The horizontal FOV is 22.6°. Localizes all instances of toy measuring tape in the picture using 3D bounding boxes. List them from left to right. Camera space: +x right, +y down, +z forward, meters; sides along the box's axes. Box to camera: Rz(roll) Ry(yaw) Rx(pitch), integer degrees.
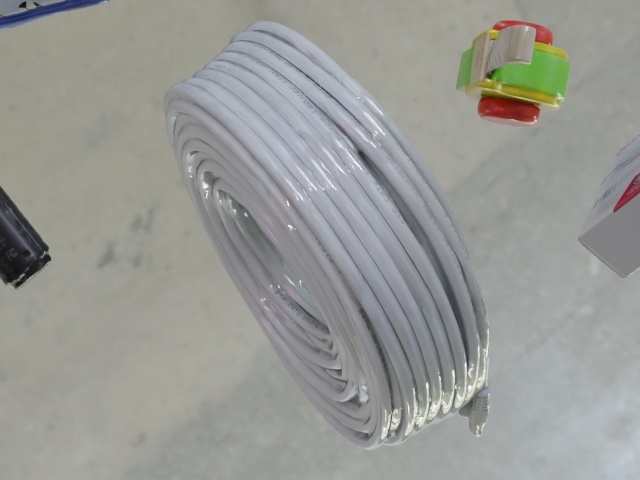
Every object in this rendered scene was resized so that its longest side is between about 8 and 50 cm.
[{"bbox_3d":[0.222,-0.182,1.693,0.121,0.121,0.330,-37,-177,-4],"label":"toy measuring tape"}]

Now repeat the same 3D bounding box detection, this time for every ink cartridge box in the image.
[{"bbox_3d":[0.312,-0.052,1.490,0.109,0.063,0.150,-45,-171,42],"label":"ink cartridge box"}]

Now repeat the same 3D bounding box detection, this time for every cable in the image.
[{"bbox_3d":[0.000,0.000,0.948,0.089,0.257,0.257,-33,155,-15],"label":"cable"}]

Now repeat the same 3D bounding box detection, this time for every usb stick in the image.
[{"bbox_3d":[-0.388,-0.072,1.696,0.077,0.278,0.045,-36,-178,39],"label":"usb stick"}]

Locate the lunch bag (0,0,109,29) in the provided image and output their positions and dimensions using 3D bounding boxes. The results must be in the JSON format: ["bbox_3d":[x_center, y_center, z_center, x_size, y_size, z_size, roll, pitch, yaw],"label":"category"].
[{"bbox_3d":[-0.270,-0.357,1.802,0.243,0.303,0.115,-11,122,29],"label":"lunch bag"}]
